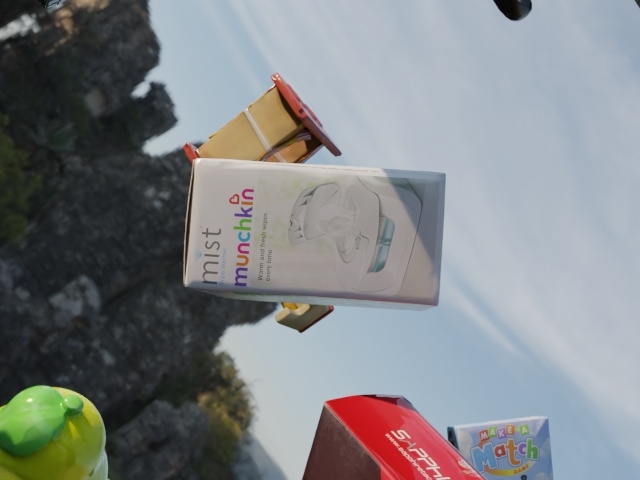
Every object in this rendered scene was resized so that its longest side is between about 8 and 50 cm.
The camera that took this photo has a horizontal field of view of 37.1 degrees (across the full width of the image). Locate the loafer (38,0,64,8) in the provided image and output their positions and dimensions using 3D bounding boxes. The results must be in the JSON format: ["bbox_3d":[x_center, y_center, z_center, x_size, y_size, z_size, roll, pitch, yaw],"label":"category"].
[{"bbox_3d":[-0.279,-0.330,1.085,0.061,0.170,0.062,40,-37,-16],"label":"loafer"}]

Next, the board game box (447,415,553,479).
[{"bbox_3d":[0.278,0.380,1.445,0.039,0.160,0.211,159,-73,-70],"label":"board game box"}]

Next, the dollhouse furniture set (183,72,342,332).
[{"bbox_3d":[-0.038,-0.053,1.491,0.374,0.201,0.152,58,9,28],"label":"dollhouse furniture set"}]

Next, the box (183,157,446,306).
[{"bbox_3d":[0.000,0.000,0.962,0.262,0.231,0.127,69,24,-84],"label":"box"}]

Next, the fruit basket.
[{"bbox_3d":[-0.359,0.332,1.117,0.392,0.283,0.392,24,-29,14],"label":"fruit basket"}]

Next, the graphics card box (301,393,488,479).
[{"bbox_3d":[0.041,0.347,0.800,0.233,0.094,0.371,40,-61,55],"label":"graphics card box"}]

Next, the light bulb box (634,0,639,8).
[{"bbox_3d":[0.796,-0.411,1.731,0.361,0.225,0.358,58,0,3],"label":"light bulb box"}]

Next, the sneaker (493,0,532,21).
[{"bbox_3d":[0.312,-0.488,1.449,0.106,0.162,0.281,178,-108,-88],"label":"sneaker"}]
